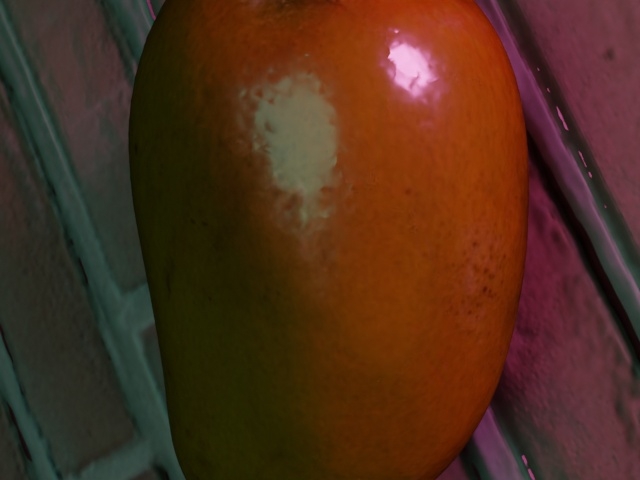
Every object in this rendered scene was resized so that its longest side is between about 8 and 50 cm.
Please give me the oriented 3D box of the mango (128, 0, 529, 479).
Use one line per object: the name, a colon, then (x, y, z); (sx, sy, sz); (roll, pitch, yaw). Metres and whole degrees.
mango: (0.000, 0.000, 0.885); (0.211, 0.173, 0.317); (12, 105, 35)
